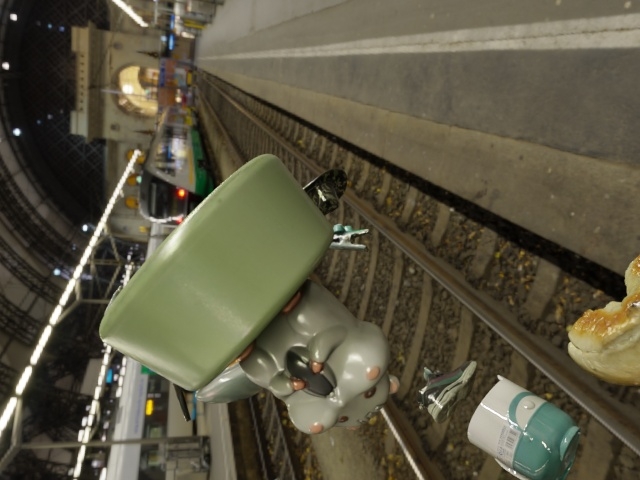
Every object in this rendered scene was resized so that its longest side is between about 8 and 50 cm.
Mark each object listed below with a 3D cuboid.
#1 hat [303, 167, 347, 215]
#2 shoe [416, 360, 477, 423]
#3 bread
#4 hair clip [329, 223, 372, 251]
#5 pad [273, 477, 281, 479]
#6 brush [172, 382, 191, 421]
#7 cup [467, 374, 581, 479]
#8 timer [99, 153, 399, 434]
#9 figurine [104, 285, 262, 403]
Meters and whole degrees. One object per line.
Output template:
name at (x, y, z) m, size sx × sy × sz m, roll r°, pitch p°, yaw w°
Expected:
hat at (0.005, -0.073, 0.890) m, size 0.050 × 0.121 × 0.121 m, roll 67°, pitch 154°, yaw 21°
shoe at (0.252, 0.294, 1.050) m, size 0.100 × 0.169 × 0.071 m, roll 25°, pitch 134°, yaw 36°
bread at (0.609, 0.138, 0.894) m, size 0.314 × 0.171 × 0.192 m, roll -53°, pitch 0°, yaw 5°
hair clip at (0.000, 0.000, 0.817) m, size 0.049 × 0.173 × 0.049 m, roll -5°, pitch -90°, yaw -67°
pad at (-0.231, 0.651, 1.134) m, size 0.012 × 0.270 × 0.268 m, roll 49°, pitch 132°, yaw 34°
brush at (-0.295, 0.278, 1.022) m, size 0.063 × 0.016 × 0.193 m, roll -163°, pitch 53°, yaw -77°
cup at (0.581, 0.570, 1.460) m, size 0.258 × 0.219 × 0.289 m, roll 25°, pitch 130°, yaw 42°
timer at (-0.045, 0.103, 0.615) m, size 0.290 × 0.315 × 0.291 m, roll -47°, pitch 3°, yaw 4°
figurine at (-0.280, 0.221, 1.117) m, size 0.204 × 0.382 × 0.224 m, roll -63°, pitch -1°, yaw -1°
